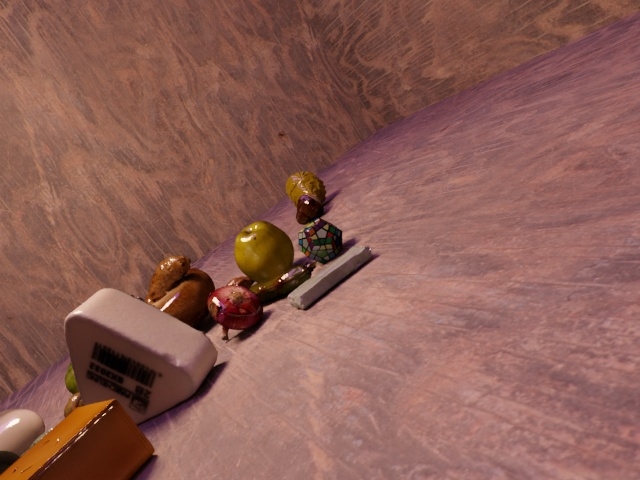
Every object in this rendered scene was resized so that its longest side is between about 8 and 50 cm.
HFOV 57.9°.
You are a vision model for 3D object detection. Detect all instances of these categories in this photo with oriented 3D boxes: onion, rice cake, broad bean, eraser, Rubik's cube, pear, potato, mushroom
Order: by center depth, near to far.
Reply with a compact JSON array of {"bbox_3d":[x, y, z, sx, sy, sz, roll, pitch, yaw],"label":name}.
[{"bbox_3d":[-0.401,0.283,1.338,0.331,0.331,0.150,-30,13,20],"label":"eraser"},{"bbox_3d":[0.023,0.087,1.395,0.226,0.040,0.085,-36,12,-13],"label":"rice cake"},{"bbox_3d":[-0.229,0.199,1.506,0.150,0.150,0.140,-58,-14,-65],"label":"onion"},{"bbox_3d":[-0.130,0.131,1.597,0.339,0.061,0.077,-25,7,36],"label":"broad bean"},{"bbox_3d":[0.000,0.000,1.651,0.112,0.133,0.133,5,30,25],"label":"Rubik's cube"},{"bbox_3d":[-0.707,0.490,1.698,0.091,0.070,0.138,-42,-3,-29],"label":"potato"},{"bbox_3d":[-0.167,0.037,1.769,0.198,0.198,0.198,-33,11,7],"label":"pear"},{"bbox_3d":[-0.479,0.225,1.855,0.345,0.239,0.345,-39,-12,-10],"label":"mushroom"}]

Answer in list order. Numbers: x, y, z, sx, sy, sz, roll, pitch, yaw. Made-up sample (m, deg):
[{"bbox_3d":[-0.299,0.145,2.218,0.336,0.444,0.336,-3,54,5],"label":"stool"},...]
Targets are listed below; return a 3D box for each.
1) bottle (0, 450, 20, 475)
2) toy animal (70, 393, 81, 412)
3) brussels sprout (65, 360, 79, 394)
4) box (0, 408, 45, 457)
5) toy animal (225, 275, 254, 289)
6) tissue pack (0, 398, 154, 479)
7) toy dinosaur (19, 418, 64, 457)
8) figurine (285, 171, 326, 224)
[{"bbox_3d":[-0.848,0.607,1.428,0.271,0.143,0.156,-29,12,30],"label":"bottle"},{"bbox_3d":[-0.624,0.361,1.622,0.301,0.225,0.284,-59,27,-1],"label":"toy animal"},{"bbox_3d":[-0.741,0.420,1.908,0.223,0.161,0.223,-56,4,6],"label":"brussels sprout"},{"bbox_3d":[-0.989,0.631,1.738,0.289,0.141,0.349,-41,12,-37],"label":"box"},{"bbox_3d":[-0.251,0.150,1.886,0.229,0.066,0.224,-46,-6,-13],"label":"toy animal"},{"bbox_3d":[-0.469,0.439,1.047,0.194,0.145,0.274,-26,14,44],"label":"tissue pack"},{"bbox_3d":[-0.680,0.520,1.505,0.383,0.076,0.129,-29,18,41],"label":"toy dinosaur"},{"bbox_3d":[-0.046,-0.177,2.464,0.168,0.187,0.315,-29,20,4],"label":"figurine"}]
